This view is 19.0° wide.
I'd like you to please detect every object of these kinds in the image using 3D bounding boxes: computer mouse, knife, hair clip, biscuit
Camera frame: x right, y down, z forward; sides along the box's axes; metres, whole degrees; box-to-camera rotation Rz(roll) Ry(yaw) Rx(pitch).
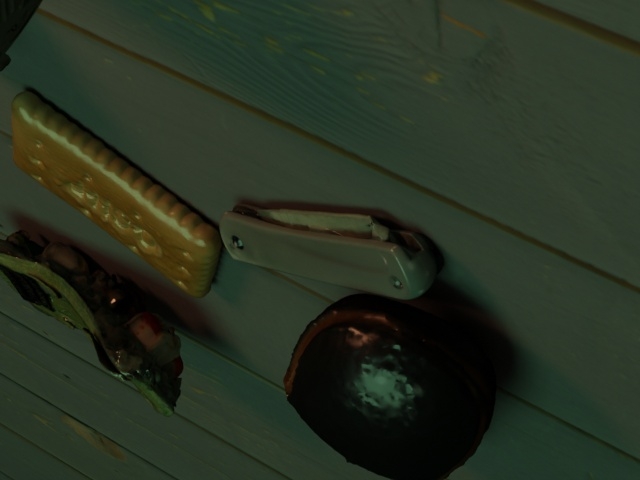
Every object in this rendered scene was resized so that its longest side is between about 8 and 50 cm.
[{"bbox_3d":[0.053,0.145,1.696,0.183,0.116,0.323,31,161,4],"label":"computer mouse"},{"bbox_3d":[0.001,0.003,1.638,0.265,0.040,0.073,9,135,51],"label":"knife"},{"bbox_3d":[-0.246,0.073,2.095,0.321,0.091,0.138,36,169,39],"label":"hair clip"},{"bbox_3d":[-0.204,-0.041,1.878,0.249,0.030,0.160,37,158,6],"label":"biscuit"}]

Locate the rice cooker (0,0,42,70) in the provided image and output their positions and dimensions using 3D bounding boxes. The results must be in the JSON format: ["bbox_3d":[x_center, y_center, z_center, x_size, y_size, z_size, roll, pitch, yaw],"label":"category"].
[{"bbox_3d":[-0.314,-0.246,1.410,0.244,0.226,0.226,30,157,9],"label":"rice cooker"}]
